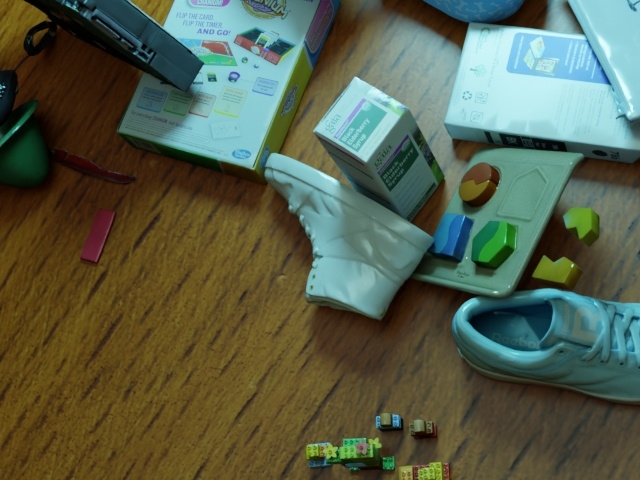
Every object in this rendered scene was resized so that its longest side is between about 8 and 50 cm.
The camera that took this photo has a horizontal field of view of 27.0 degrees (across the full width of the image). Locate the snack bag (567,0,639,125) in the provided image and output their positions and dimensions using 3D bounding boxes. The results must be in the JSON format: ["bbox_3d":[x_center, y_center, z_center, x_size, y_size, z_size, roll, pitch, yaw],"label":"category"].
[{"bbox_3d":[0.513,-0.333,1.816,0.343,0.037,0.323,-19,56,3],"label":"snack bag"}]

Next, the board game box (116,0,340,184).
[{"bbox_3d":[-0.137,-0.265,2.025,0.242,0.064,0.316,17,77,22],"label":"board game box"}]

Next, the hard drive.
[{"bbox_3d":[-0.350,-0.344,1.974,0.339,0.237,0.064,31,87,43],"label":"hard drive"}]

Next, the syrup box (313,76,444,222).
[{"bbox_3d":[0.083,-0.116,1.811,0.096,0.237,0.093,34,83,24],"label":"syrup box"}]

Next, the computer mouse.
[{"bbox_3d":[-0.469,-0.259,2.097,0.041,0.071,0.242,18,57,13],"label":"computer mouse"}]

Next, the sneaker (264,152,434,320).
[{"bbox_3d":[0.000,0.000,1.868,0.293,0.108,0.169,32,92,34],"label":"sneaker"}]

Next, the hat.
[{"bbox_3d":[-0.439,-0.099,2.080,0.173,0.183,0.208,-50,21,-16],"label":"hat"}]

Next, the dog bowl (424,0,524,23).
[{"bbox_3d":[0.182,-0.420,1.954,0.297,0.074,0.166,35,62,24],"label":"dog bowl"}]

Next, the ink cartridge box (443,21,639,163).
[{"bbox_3d":[0.351,-0.203,1.856,0.333,0.065,0.165,11,75,21],"label":"ink cartridge box"}]

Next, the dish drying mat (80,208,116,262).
[{"bbox_3d":[-0.337,-0.008,2.027,0.032,0.008,0.083,14,77,22],"label":"dish drying mat"}]

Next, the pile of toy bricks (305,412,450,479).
[{"bbox_3d":[0.057,0.284,1.750,0.212,0.105,0.118,-8,69,14],"label":"pile of toy bricks"}]

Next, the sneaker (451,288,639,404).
[{"bbox_3d":[0.342,0.130,1.693,0.366,0.150,0.135,-2,72,17],"label":"sneaker"}]

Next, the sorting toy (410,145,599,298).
[{"bbox_3d":[0.250,-0.029,1.742,0.229,0.041,0.307,-59,29,-11],"label":"sorting toy"}]
